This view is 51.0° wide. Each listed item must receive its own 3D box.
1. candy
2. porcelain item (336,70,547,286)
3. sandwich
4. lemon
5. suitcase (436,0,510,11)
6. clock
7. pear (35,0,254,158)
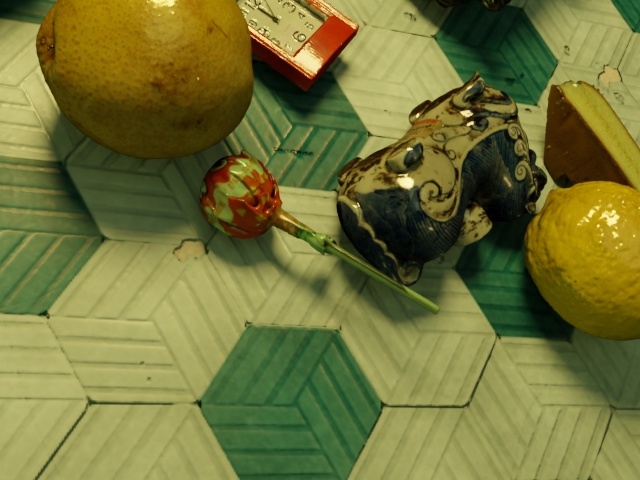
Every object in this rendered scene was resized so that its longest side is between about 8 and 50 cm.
[{"bbox_3d":[0.001,-0.001,0.711,0.287,0.084,0.078,29,23,6],"label":"candy"},{"bbox_3d":[0.148,-0.063,0.793,0.288,0.138,0.186,-43,106,-31],"label":"porcelain item"},{"bbox_3d":[0.376,-0.098,0.900,0.090,0.088,0.245,-23,76,-33],"label":"sandwich"},{"bbox_3d":[0.339,0.023,0.790,0.180,0.180,0.193,-37,108,-26],"label":"lemon"},{"bbox_3d":[0.169,-0.529,0.917,0.283,0.194,0.434,-41,88,-26],"label":"suitcase"},{"bbox_3d":[-0.048,-0.261,0.826,0.155,0.061,0.113,37,64,1],"label":"clock"},{"bbox_3d":[-0.177,-0.182,0.678,0.208,0.209,0.209,6,70,-17],"label":"pear"}]
